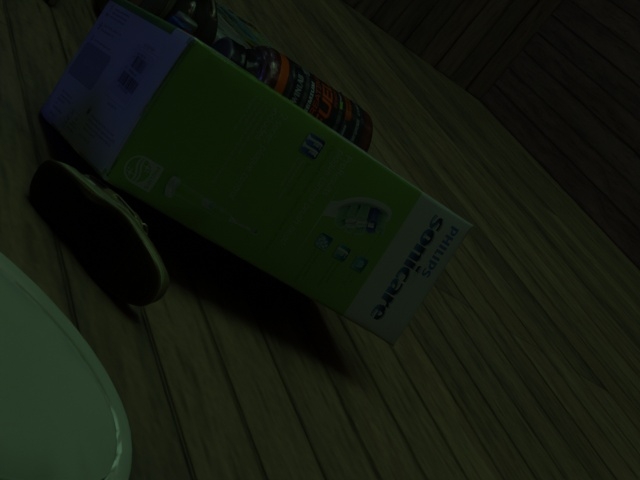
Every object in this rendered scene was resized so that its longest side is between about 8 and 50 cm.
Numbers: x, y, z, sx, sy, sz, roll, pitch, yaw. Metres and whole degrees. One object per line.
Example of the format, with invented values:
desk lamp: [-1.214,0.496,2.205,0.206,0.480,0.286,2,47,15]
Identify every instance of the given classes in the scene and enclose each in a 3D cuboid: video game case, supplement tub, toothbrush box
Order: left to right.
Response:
video game case: [-0.122,-0.289,1.853,0.206,0.026,0.227,24,19,-46]
toothbrush box: [-0.054,-0.058,1.029,0.283,0.122,0.206,33,3,-30]
supplement tub: [-0.044,-0.144,1.432,0.198,0.106,0.106,30,17,-31]

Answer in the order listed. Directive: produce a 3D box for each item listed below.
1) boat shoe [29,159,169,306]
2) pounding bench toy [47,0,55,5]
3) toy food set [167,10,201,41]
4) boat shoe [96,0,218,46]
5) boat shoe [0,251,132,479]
boat shoe: [-0.139,-0.007,0.869,0.135,0.050,0.045,46,21,27]
pounding bench toy: [-0.289,-0.292,1.378,0.065,0.052,0.083,34,15,-20]
toy food set: [-0.120,-0.152,1.259,0.111,0.104,0.232,45,15,24]
boat shoe: [-0.202,-0.316,1.573,0.130,0.132,0.355,42,19,-33]
boat shoe: [-0.214,0.031,0.444,0.319,0.099,0.116,28,38,-32]
